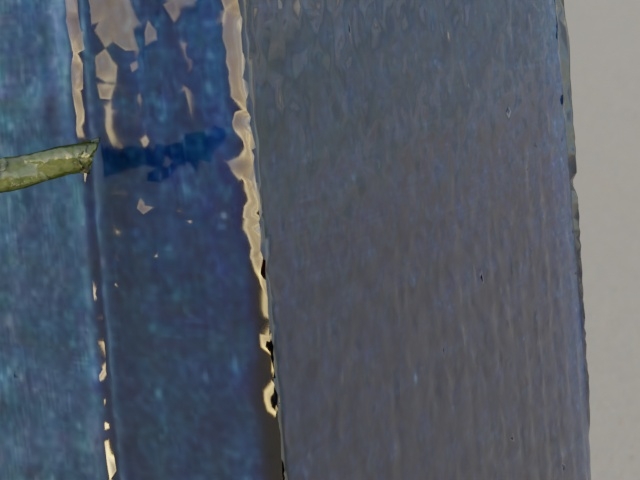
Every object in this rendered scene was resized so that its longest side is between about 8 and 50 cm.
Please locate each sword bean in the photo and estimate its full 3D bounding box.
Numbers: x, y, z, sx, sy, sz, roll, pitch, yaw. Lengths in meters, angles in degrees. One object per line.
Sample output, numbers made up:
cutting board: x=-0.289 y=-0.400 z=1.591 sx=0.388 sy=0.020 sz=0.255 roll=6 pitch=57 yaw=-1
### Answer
sword bean: x=-0.092 y=-0.013 z=0.340 sx=0.083 sy=0.012 sz=0.012 roll=-10 pitch=38 yaw=-14

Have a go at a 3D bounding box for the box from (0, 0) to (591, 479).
box: x=0.000 y=0.000 z=0.496 sx=0.116 sy=0.278 sz=0.261 roll=0 pitch=6 yaw=28
